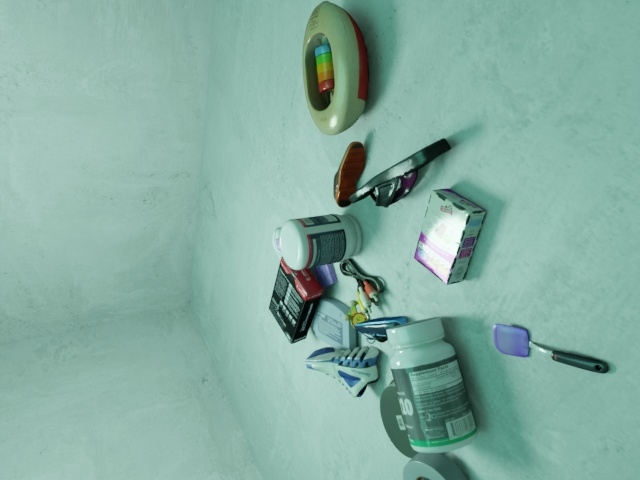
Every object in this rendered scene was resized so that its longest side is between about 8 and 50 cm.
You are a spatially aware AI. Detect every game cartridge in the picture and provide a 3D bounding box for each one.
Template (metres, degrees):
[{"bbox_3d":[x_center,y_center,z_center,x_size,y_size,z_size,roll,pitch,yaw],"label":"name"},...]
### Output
[{"bbox_3d":[0.058,0.351,2.074,0.294,0.060,0.196,17,116,57],"label":"game cartridge"}]

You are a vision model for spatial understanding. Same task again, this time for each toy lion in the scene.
[{"bbox_3d":[0.146,0.292,1.898,0.096,0.034,0.100,21,90,23],"label":"toy lion"}]

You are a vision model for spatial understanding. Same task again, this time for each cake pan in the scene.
[{"bbox_3d":[0.305,0.630,1.720,0.293,0.054,0.294,25,120,56],"label":"cake pan"}]

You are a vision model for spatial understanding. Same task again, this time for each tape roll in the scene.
[{"bbox_3d":[0.373,0.791,1.574,0.219,0.072,0.220,23,124,40],"label":"tape roll"}]

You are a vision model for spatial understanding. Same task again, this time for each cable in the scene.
[{"bbox_3d":[0.145,0.150,1.849,0.287,0.072,0.140,55,136,38],"label":"cable"}]

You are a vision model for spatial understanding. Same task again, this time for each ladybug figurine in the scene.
[{"bbox_3d":[0.059,-0.596,1.702,0.305,0.161,0.450,11,108,59],"label":"ladybug figurine"}]

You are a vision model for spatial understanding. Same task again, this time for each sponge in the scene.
[{"bbox_3d":[0.006,0.097,2.114,0.117,0.031,0.210,-37,67,57],"label":"sponge"}]

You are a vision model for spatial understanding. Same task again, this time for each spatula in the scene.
[{"bbox_3d":[0.558,0.275,1.209,0.296,0.030,0.084,10,108,58],"label":"spatula"}]

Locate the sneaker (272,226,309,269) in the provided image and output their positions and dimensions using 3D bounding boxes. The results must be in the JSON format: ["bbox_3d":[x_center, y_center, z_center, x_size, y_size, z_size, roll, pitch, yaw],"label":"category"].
[{"bbox_3d":[-0.125,0.066,2.278,0.161,0.102,0.282,-10,100,57],"label":"sneaker"}]

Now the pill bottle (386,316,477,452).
[{"bbox_3d":[0.327,0.427,1.478,0.204,0.204,0.362,-29,73,59],"label":"pill bottle"}]

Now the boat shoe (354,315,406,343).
[{"bbox_3d":[0.209,0.328,1.755,0.258,0.108,0.089,-20,84,62],"label":"boat shoe"}]

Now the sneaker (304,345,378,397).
[{"bbox_3d":[0.095,0.522,1.916,0.315,0.127,0.183,-8,100,31],"label":"sneaker"}]

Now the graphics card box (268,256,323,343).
[{"bbox_3d":[-0.119,0.265,2.196,0.233,0.094,0.371,51,141,32],"label":"graphics card box"}]

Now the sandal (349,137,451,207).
[{"bbox_3d":[0.235,-0.175,1.529,0.107,0.167,0.445,61,149,-1],"label":"sandal"}]

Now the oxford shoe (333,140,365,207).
[{"bbox_3d":[0.091,-0.256,1.812,0.098,0.096,0.272,-121,36,-43],"label":"oxford shoe"}]

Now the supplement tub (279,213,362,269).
[{"bbox_3d":[0.000,0.000,1.855,0.191,0.272,0.191,24,118,56],"label":"supplement tub"}]

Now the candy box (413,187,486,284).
[{"bbox_3d":[0.369,-0.013,1.417,0.159,0.071,0.234,45,135,46],"label":"candy box"}]
